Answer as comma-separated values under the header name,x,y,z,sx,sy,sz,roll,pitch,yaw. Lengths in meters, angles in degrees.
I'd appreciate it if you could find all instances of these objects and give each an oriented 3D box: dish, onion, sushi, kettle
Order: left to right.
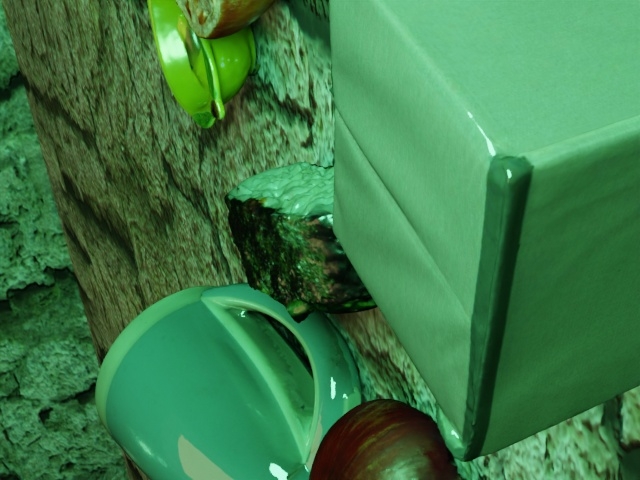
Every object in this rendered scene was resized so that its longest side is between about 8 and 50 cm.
name,x,y,z,sx,sy,sz,roll,pitch,yaw
dish,-0.119,-0.213,1.272,0.208,0.080,0.149,59,154,28
kettle,-0.078,0.209,1.413,0.342,0.247,0.319,38,118,42
sushi,0.000,0.000,1.114,0.225,0.124,0.127,14,123,59
onion,0.070,0.286,1.193,0.248,0.161,0.248,168,90,-89

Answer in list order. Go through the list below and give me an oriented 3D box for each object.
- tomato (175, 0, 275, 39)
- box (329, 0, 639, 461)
name,x,y,z,sx,sy,sz,roll,pitch,yaw
tomato,-0.093,-0.308,1.094,0.237,0.095,0.237,161,90,-73
box,0.137,-0.049,0.524,0.153,0.252,0.188,54,156,37
